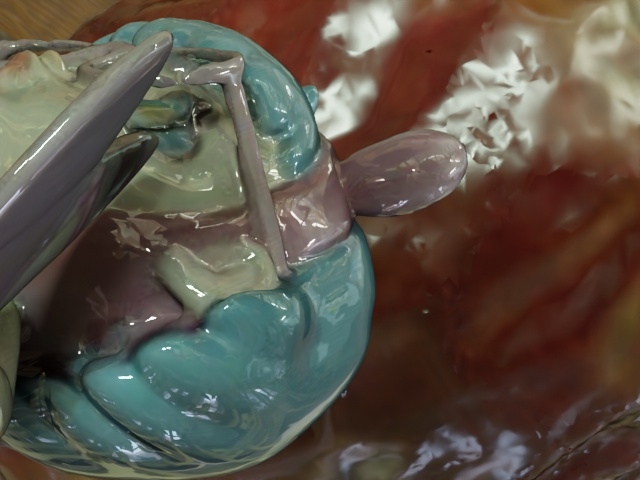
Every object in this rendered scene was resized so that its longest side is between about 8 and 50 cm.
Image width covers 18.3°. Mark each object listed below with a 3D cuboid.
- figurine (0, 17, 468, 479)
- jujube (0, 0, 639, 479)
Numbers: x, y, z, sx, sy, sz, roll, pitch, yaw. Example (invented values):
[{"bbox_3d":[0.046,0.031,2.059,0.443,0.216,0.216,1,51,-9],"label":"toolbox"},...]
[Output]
[{"bbox_3d":[-0.105,0.023,0.392,0.260,0.205,0.103,-22,105,-45],"label":"figurine"},{"bbox_3d":[0.000,0.000,0.820,0.276,0.377,0.276,23,56,-39],"label":"jujube"}]
